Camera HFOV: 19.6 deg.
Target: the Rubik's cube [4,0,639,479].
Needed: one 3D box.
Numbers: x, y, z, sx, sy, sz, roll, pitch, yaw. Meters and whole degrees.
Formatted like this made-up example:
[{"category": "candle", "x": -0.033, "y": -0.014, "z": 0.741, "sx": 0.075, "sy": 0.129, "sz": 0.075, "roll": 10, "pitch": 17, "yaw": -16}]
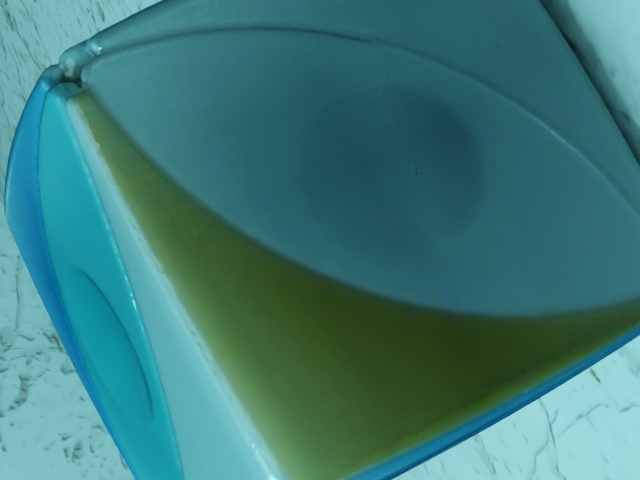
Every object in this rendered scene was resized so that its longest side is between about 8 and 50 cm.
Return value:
[{"category": "Rubik's cube", "x": 0.000, "y": 0.000, "z": 1.328, "sx": 0.347, "sy": 0.352, "sz": 0.351, "roll": 62, "pitch": 162, "yaw": 6}]
